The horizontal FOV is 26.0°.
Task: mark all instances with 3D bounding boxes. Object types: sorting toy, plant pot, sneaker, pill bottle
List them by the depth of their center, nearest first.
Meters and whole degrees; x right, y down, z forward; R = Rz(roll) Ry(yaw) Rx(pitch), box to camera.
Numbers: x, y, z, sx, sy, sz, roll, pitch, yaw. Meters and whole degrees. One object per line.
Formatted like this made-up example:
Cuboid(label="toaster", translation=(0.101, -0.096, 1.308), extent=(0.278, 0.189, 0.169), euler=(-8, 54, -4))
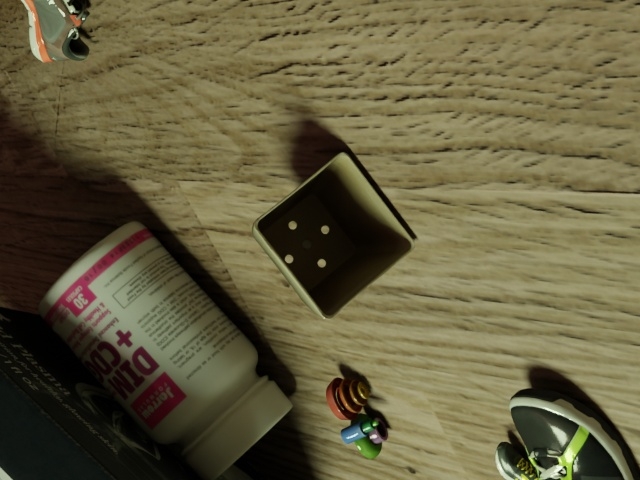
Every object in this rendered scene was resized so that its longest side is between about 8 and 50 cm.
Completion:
Cuboid(label="sneaker", translation=(0.233, 0.237, 1.215), extent=(0.234, 0.097, 0.084), euler=(53, 151, -7))
Cuboid(label="plant pot", translation=(0.000, 0.000, 1.258), extent=(0.109, 0.109, 0.096), euler=(52, 163, -6))
Cuboid(label="sneaker", translation=(0.200, 0.223, 1.323), extent=(0.035, 0.031, 0.083), euler=(-23, 110, 46))
Cuboid(label="sneaker", translation=(-0.262, -0.245, 1.391), extent=(0.065, 0.061, 0.158), euler=(10, 140, 11))
Cuboid(label="sorting toy", translation=(0.047, 0.188, 1.475), extent=(0.042, 0.061, 0.102), euler=(-27, 113, 26))
Cuboid(label="pill bottle", translation=(-0.174, 0.130, 1.590), extent=(0.283, 0.160, 0.160), euler=(47, 151, 3))

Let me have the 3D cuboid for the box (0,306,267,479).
Cuboid(label="box", translation=(-0.292, 0.333, 1.655), extent=(0.480, 0.297, 0.472), euler=(39, -178, 17))
